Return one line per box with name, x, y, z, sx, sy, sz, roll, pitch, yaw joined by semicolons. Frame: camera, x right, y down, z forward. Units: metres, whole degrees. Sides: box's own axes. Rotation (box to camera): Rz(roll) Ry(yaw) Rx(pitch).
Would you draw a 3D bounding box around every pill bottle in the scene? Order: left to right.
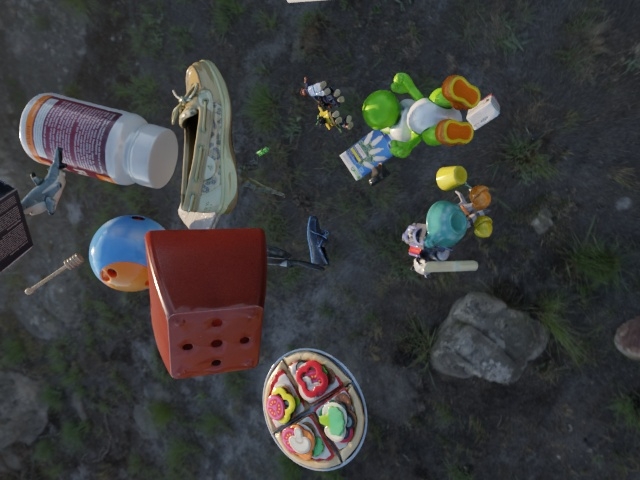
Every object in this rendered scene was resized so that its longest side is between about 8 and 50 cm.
pill bottle;-0.666;-0.299;1.265;0.393;0.224;0.223;15;110;3

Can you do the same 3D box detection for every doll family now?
doll family;0.014;-0.391;1.192;0.111;0.076;0.192;26;145;54

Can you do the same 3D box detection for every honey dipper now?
honey dipper;-0.695;0.091;1.066;0.161;0.030;0.030;-36;84;-7

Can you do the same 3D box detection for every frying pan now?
frying pan;-0.137;0.061;1.440;0.327;0.197;0.053;16;99;4

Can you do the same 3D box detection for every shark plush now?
shark plush;-0.596;-0.124;0.890;0.161;0.067;0.073;-59;33;14

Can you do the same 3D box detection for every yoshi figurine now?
yoshi figurine;0.237;-0.343;1.115;0.203;0.204;0.362;56;167;-24

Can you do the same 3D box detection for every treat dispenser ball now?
treat dispenser ball;-0.699;0.048;1.527;0.289;0.288;0.287;7;106;26

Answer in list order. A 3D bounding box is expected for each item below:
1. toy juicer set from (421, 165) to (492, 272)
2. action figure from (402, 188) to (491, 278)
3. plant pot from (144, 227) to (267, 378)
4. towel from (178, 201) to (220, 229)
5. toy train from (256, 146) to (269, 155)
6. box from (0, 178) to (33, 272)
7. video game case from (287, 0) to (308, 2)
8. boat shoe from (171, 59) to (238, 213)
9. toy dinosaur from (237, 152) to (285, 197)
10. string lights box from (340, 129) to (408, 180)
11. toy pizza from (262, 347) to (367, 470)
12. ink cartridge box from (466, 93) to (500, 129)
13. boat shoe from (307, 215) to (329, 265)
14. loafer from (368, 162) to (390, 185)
toy juicer set;0.389;-0.033;1.171;0.090;0.209;0.328;-8;62;63
action figure;0.433;-0.013;1.388;0.179;0.341;0.330;34;96;-13
plant pot;-0.242;0.146;0.911;0.235;0.268;0.267;-121;34;-53
towel;-0.440;-0.115;1.500;0.187;0.049;0.282;53;135;18
toy train;-0.265;-0.406;1.868;0.083;0.024;0.017;-15;55;45
box;-0.672;-0.045;0.785;0.153;0.108;0.207;33;140;-4
video game case;0.052;-0.772;1.144;0.204;0.025;0.285;22;71;37
boat shoe;-0.206;-0.185;0.706;0.105;0.090;0.284;-31;67;55
toy dinosaur;-0.225;-0.192;1.136;0.064;0.269;0.118;129;148;-51
string lights box;0.227;-0.381;1.720;0.260;0.077;0.133;-34;90;26
toy pizza;-0.019;0.283;0.685;0.202;0.032;0.201;-2;87;28
ink cartridge box;0.587;-0.465;1.476;0.099;0.135;0.056;-33;103;35
boat shoe;0.000;0.000;1.868;0.089;0.109;0.258;3;128;17
loafer;0.215;-0.253;1.565;0.062;0.170;0.061;-30;96;29
